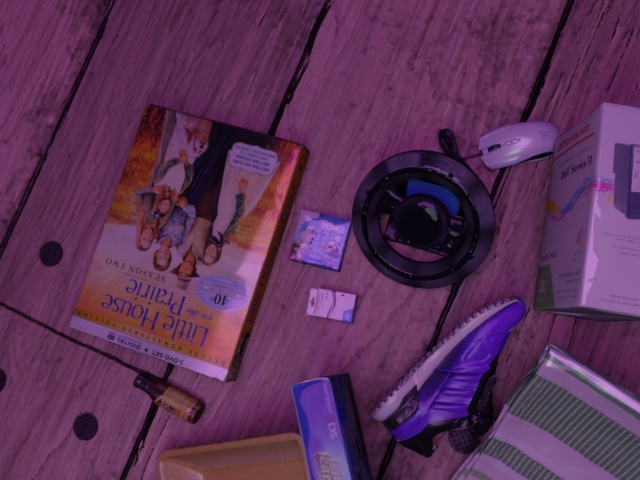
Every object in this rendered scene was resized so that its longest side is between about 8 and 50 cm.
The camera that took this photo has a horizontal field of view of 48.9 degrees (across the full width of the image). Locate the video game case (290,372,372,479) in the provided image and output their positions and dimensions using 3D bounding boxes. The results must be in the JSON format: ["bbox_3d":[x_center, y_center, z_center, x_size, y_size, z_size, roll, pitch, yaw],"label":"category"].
[{"bbox_3d":[0.032,0.332,1.024,0.061,0.244,0.269,-13,79,5],"label":"video game case"}]

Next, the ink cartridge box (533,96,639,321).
[{"bbox_3d":[0.416,-0.065,1.026,0.119,0.207,0.353,10,82,1],"label":"ink cartridge box"}]

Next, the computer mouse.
[{"bbox_3d":[0.298,-0.156,1.154,0.193,0.042,0.106,-15,78,8],"label":"computer mouse"}]

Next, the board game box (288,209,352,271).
[{"bbox_3d":[0.000,0.000,1.197,0.090,0.020,0.090,13,83,12],"label":"board game box"}]

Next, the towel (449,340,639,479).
[{"bbox_3d":[0.347,0.333,1.004,0.248,0.038,0.324,31,114,13],"label":"towel"}]

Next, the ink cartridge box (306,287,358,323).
[{"bbox_3d":[0.017,0.107,1.173,0.083,0.028,0.048,9,83,12],"label":"ink cartridge box"}]

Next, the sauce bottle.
[{"bbox_3d":[-0.259,0.266,1.195,0.128,0.042,0.042,25,87,15],"label":"sauce bottle"}]

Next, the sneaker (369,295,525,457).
[{"bbox_3d":[0.228,0.218,1.087,0.293,0.102,0.146,-44,81,6],"label":"sneaker"}]

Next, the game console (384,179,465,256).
[{"bbox_3d":[0.172,-0.041,1.145,0.122,0.071,0.107,17,85,13],"label":"game console"}]

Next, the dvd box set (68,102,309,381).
[{"bbox_3d":[-0.227,-0.003,1.219,0.308,0.062,0.420,17,85,13],"label":"dvd box set"}]

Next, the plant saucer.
[{"bbox_3d":[-0.095,0.464,1.061,0.333,0.081,0.332,-20,77,37],"label":"plant saucer"}]

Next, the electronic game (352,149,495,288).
[{"bbox_3d":[0.161,-0.031,1.118,0.229,0.048,0.229,7,112,18],"label":"electronic game"}]
